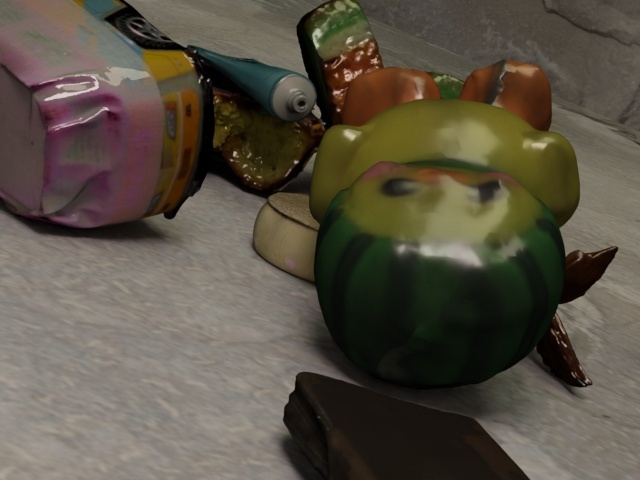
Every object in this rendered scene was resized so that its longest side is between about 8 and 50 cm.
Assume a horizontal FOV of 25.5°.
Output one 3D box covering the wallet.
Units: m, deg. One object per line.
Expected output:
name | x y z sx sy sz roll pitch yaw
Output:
wallet | 0.089 0.170 0.794 0.165 0.042 0.309 14 17 -27

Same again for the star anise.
star anise | 0.184 0.073 1.255 0.158 0.144 0.140 18 59 19

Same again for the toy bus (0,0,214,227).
toy bus | -0.268 -0.146 1.193 0.162 0.171 0.386 -22 48 -41

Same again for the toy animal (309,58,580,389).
toy animal | 0.097 -0.006 1.119 0.216 0.191 0.338 1 31 5

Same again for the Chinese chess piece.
Chinese chess piece | 0.000 0.000 1.264 0.122 0.051 0.122 16 16 -5

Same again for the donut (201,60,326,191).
donut | -0.119 -0.123 1.454 0.230 0.096 0.216 4 21 -47

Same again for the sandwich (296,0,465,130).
sandwich | 0.093 -0.107 1.457 0.250 0.162 0.301 67 0 -51

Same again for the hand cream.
hand cream | -0.062 -0.163 1.412 0.083 0.048 0.224 9 15 -29
